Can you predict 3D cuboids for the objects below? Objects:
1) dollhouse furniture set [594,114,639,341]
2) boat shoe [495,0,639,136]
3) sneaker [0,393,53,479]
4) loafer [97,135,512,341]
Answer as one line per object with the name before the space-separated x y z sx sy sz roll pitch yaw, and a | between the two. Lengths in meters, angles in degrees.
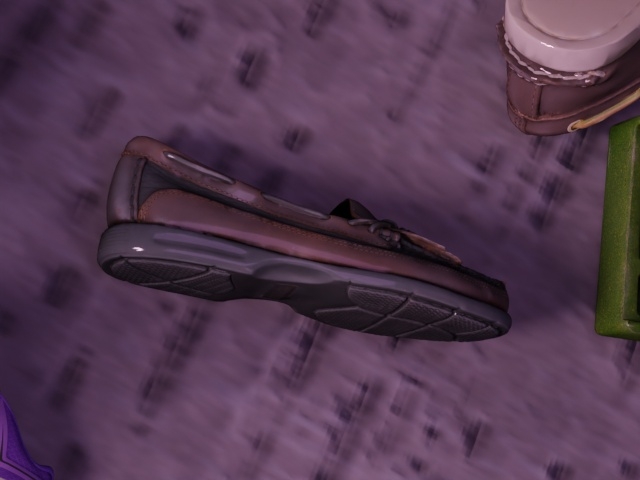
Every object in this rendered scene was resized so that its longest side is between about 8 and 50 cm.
dollhouse furniture set | 0.366 -0.001 1.189 0.301 0.197 0.151 9 77 -26
boat shoe | 0.240 -0.183 1.208 0.116 0.097 0.324 35 55 25
sneaker | -0.211 0.090 0.952 0.170 0.068 0.071 54 47 -20
loafer | 0.000 0.000 1.054 0.267 0.096 0.084 12 71 -24
